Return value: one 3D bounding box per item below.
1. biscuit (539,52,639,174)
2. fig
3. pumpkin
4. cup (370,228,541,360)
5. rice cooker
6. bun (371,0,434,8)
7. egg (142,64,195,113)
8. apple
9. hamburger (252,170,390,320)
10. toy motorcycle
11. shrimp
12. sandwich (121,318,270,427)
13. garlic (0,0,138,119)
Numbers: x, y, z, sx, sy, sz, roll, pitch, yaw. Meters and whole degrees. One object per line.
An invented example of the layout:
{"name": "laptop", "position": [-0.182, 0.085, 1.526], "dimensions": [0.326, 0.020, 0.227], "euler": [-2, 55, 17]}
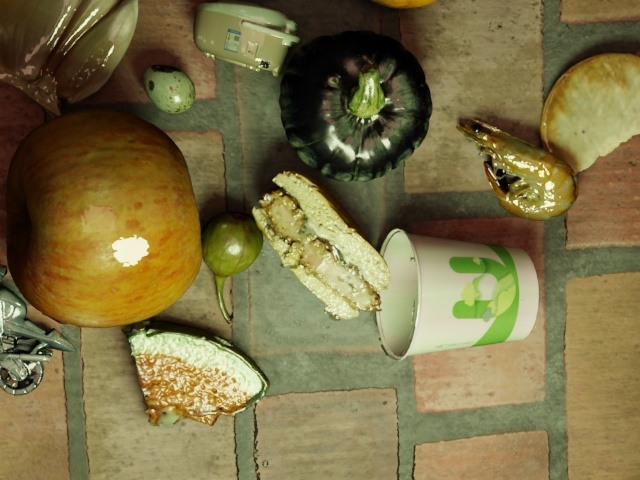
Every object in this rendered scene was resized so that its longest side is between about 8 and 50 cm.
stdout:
{"name": "biscuit", "position": [0.572, -0.274, 2.010], "dimensions": [0.309, 0.040, 0.204], "euler": [-33, 99, -3]}
{"name": "fig", "position": [-0.180, 0.054, 1.917], "dimensions": [0.124, 0.124, 0.236], "euler": [4, 117, -8]}
{"name": "pumpkin", "position": [0.072, -0.250, 1.827], "dimensions": [0.296, 0.296, 0.295], "euler": [-1, 95, -8]}
{"name": "cup", "position": [0.263, 0.107, 1.911], "dimensions": [0.274, 0.253, 0.253], "euler": [2, 94, -16]}
{"name": "rice cooker", "position": [-0.141, -0.389, 1.852], "dimensions": [0.206, 0.145, 0.127], "euler": [19, 99, 1]}
{"name": "bun", "position": [0.153, -0.563, 1.807], "dimensions": [0.299, 0.164, 0.299], "euler": [1, 129, 1]}
{"name": "egg", "position": [-0.290, -0.292, 1.869], "dimensions": [0.110, 0.085, 0.085], "euler": [44, 88, 3]}
{"name": "apple", "position": [-0.376, -0.037, 1.736], "dimensions": [0.334, 0.400, 0.400], "euler": [0, 95, -32]}
{"name": "hamburger", "position": [0.000, 0.000, 1.881], "dimensions": [0.155, 0.245, 0.282], "euler": [-41, 129, 12]}
{"name": "toy motorcycle", "position": [-0.618, 0.149, 1.850], "dimensions": [0.173, 0.108, 0.307], "euler": [-45, 101, -8]}
{"name": "shrimp", "position": [0.387, -0.139, 1.989], "dimensions": [0.287, 0.063, 0.152], "euler": [30, 117, 2]}
{"name": "sandwich", "position": [-0.245, 0.265, 1.913], "dimensions": [0.292, 0.109, 0.212], "euler": [6, 100, -6]}
{"name": "garlic", "position": [-0.491, -0.403, 1.808], "dimensions": [0.279, 0.132, 0.325], "euler": [29, 93, -10]}
